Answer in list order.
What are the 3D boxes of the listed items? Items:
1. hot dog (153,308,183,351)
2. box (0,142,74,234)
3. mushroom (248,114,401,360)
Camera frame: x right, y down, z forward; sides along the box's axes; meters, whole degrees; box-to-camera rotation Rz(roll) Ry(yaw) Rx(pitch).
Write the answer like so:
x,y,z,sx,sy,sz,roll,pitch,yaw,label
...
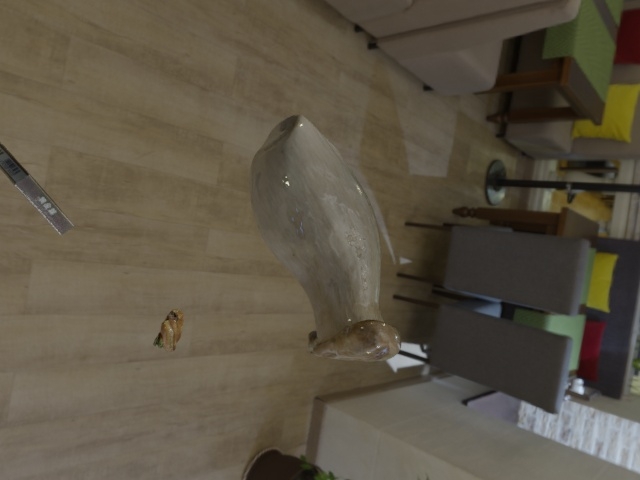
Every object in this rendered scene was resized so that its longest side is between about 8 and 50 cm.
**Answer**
x,y,z,sx,sy,sz,roll,pitch,yaw,label
-0.287,0.172,0.885,0.133,0.041,0.056,115,-6,-49,hot dog
-0.765,-0.151,1.214,0.047,0.325,0.180,-42,142,-20,box
-0.001,0.000,0.380,0.088,0.097,0.212,-7,76,-64,mushroom
